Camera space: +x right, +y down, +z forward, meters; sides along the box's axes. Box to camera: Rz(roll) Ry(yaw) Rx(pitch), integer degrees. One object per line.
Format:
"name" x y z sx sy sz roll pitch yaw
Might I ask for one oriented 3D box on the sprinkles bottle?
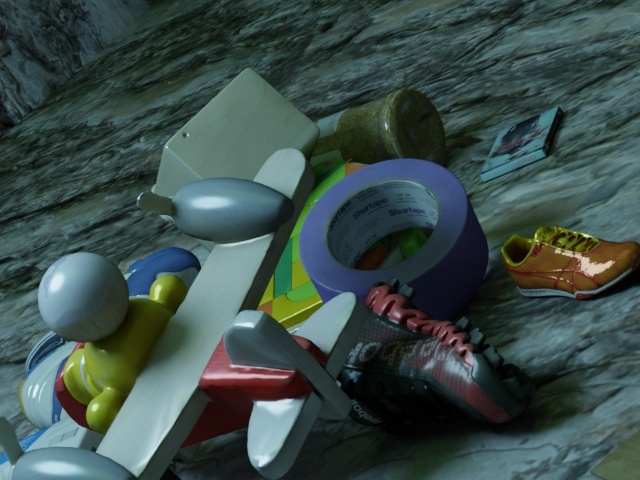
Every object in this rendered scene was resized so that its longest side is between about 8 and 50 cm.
"sprinkles bottle" -0.006 -0.096 2.410 0.355 0.121 0.121 -17 24 39

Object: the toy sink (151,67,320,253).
"toy sink" -0.112 -0.081 2.258 0.153 0.131 0.234 -45 -8 -21

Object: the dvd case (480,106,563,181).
"dvd case" 0.243 -0.117 2.221 0.087 0.013 0.119 -22 22 29

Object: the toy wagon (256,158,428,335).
"toy wagon" 0.000 0.000 2.158 0.267 0.068 0.344 -26 33 18

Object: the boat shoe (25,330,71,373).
"boat shoe" -0.306 0.140 2.383 0.183 0.065 0.083 -29 17 9

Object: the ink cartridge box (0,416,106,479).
"ink cartridge box" -0.298 0.284 1.977 0.134 0.078 0.231 -27 19 19

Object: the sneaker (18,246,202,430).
"sneaker" -0.228 0.131 2.250 0.131 0.112 0.296 10 53 51

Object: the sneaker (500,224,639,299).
"sneaker" 0.240 0.018 1.793 0.175 0.067 0.064 -8 29 49

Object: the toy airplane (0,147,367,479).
"toy airplane" -0.143 0.108 1.745 0.384 0.272 0.386 -46 18 17

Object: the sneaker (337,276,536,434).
"sneaker" 0.093 0.129 1.707 0.135 0.097 0.276 -49 28 -7

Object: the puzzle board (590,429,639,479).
"puzzle board" 0.278 0.169 1.430 0.096 0.011 0.128 -36 19 -14

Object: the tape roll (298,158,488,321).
"tape roll" 0.077 0.008 1.952 0.189 0.080 0.189 -15 44 15
